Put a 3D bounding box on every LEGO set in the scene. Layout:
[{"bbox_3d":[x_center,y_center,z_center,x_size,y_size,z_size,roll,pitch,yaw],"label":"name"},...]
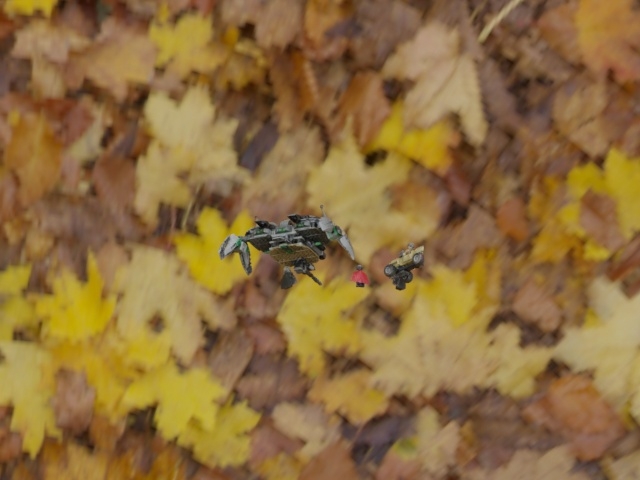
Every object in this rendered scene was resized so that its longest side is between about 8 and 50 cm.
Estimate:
[{"bbox_3d":[0.000,0.001,0.794,0.083,0.054,0.023,14,62,-32],"label":"LEGO set"}]
